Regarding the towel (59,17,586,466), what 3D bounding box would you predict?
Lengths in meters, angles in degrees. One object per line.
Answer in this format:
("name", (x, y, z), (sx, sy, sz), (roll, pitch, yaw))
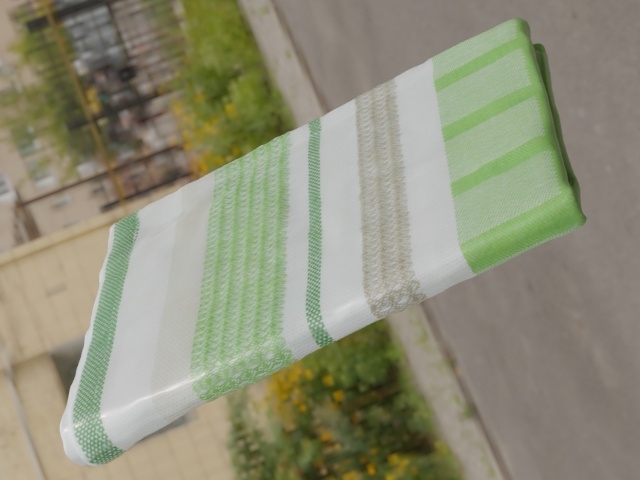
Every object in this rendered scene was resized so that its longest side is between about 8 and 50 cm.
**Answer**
("towel", (0.000, 0.000, 0.403), (0.023, 0.152, 0.113), (55, -161, -28))
